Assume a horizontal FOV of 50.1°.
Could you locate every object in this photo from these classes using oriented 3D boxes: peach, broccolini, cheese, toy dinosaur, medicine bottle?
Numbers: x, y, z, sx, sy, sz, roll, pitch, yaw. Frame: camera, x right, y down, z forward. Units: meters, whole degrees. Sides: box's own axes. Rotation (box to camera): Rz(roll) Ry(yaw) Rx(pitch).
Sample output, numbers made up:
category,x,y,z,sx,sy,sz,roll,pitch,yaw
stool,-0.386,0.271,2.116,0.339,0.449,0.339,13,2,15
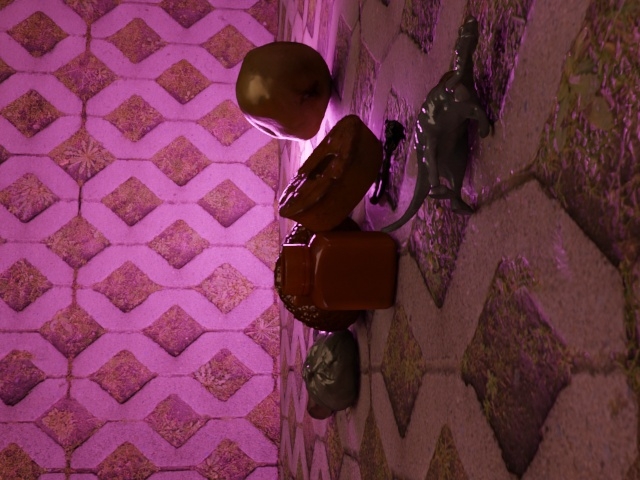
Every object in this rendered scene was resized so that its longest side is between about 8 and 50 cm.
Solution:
category,x,y,z,sx,sy,sz,roll,pitch,yaw
peach,-0.106,-0.466,2.099,0.282,0.314,0.315,-57,5,-8
broccolini,0.131,-0.162,1.379,0.218,0.042,0.044,102,166,-56
cheese,-0.004,0.385,2.039,0.287,0.082,0.163,-95,11,-45
toy dinosaur,0.170,-0.116,0.982,0.393,0.092,0.206,104,164,-60
medicine bottle,0.035,0.058,1.377,0.112,0.222,0.150,-123,34,-74

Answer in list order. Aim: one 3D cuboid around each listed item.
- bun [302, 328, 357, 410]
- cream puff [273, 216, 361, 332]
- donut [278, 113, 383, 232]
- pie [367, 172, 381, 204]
category,x,y,z,sx,sy,sz,roll,pitch,yaw
bun,0.021,0.326,1.742,0.204,0.126,0.213,116,155,-64
cream puff,-0.004,0.072,1.651,0.303,0.211,0.303,-177,90,-80
donut,0.030,-0.137,1.493,0.277,0.108,0.278,-47,19,22
pie,0.119,-0.118,1.511,0.085,0.017,0.085,179,90,-80
